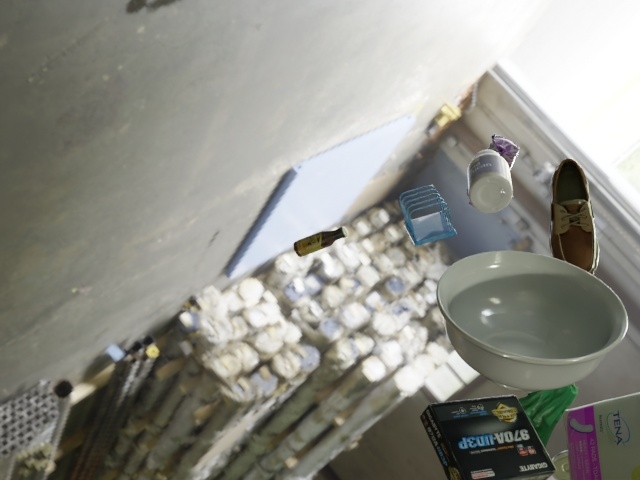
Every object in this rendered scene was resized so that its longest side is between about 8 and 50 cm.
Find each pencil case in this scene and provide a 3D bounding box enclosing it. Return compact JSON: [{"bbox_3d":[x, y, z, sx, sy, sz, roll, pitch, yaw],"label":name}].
[{"bbox_3d":[0.484,-0.195,2.213,0.088,0.086,0.206,-55,167,-53],"label":"pencil case"}]

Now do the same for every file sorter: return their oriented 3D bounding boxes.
[{"bbox_3d":[0.295,-0.075,2.204,0.118,0.104,0.170,-16,-159,1],"label":"file sorter"}]

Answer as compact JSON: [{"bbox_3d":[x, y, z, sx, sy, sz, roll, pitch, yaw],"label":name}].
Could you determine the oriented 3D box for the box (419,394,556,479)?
[{"bbox_3d":[0.321,0.391,1.517,0.220,0.175,0.051,1,136,-28],"label":"box"}]

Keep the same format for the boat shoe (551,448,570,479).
[{"bbox_3d":[0.658,0.509,1.854,0.233,0.084,0.079,-18,166,15],"label":"boat shoe"}]

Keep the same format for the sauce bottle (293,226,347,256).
[{"bbox_3d":[0.000,0.000,1.812,0.128,0.042,0.042,-22,174,19],"label":"sauce bottle"}]

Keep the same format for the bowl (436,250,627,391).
[{"bbox_3d":[0.328,0.148,1.274,0.298,0.298,0.134,-30,135,-41],"label":"bowl"}]

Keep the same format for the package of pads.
[{"bbox_3d":[0.480,0.359,1.119,0.229,0.296,0.101,-25,134,34],"label":"package of pads"}]

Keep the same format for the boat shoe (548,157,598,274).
[{"bbox_3d":[0.645,-0.064,2.028,0.123,0.324,0.120,-8,154,14],"label":"boat shoe"}]

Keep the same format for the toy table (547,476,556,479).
[{"bbox_3d":[0.536,0.729,2.273,0.274,0.252,0.161,-14,-162,-20],"label":"toy table"}]

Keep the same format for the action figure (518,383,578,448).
[{"bbox_3d":[0.552,0.388,1.906,0.063,0.137,0.232,-43,165,-53],"label":"action figure"}]

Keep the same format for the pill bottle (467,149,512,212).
[{"bbox_3d":[0.376,-0.139,1.754,0.094,0.094,0.169,-47,-166,27],"label":"pill bottle"}]
